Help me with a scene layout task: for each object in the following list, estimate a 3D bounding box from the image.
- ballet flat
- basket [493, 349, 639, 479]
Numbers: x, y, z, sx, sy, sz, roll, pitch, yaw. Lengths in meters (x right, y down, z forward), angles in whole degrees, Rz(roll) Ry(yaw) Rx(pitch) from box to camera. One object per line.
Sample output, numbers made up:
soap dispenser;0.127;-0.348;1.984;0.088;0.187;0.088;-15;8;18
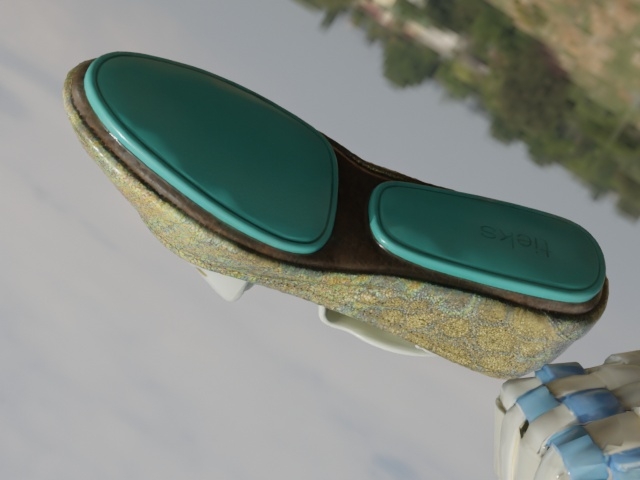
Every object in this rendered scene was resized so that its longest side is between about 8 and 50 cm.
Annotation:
ballet flat;0.000;0.000;1.082;0.349;0.123;0.123;19;-171;-15
basket;0.205;0.128;0.620;0.289;0.254;0.201;-1;-174;-1
